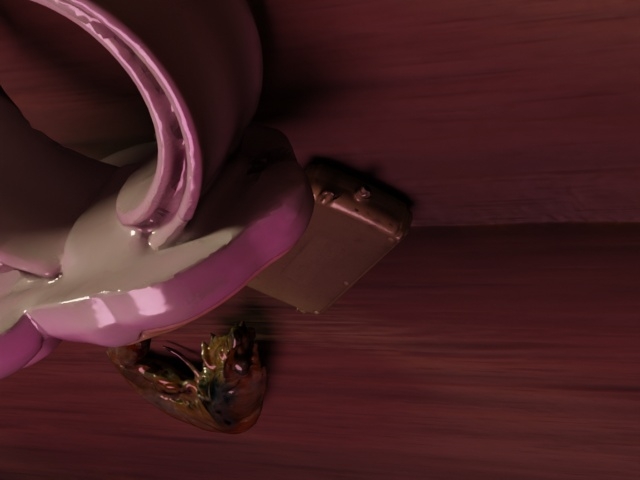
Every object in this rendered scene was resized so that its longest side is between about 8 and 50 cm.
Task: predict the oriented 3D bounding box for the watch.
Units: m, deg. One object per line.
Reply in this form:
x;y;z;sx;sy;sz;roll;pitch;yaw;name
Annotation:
-0.142;-0.063;0.636;0.248;0.211;0.217;-14;119;29;watch

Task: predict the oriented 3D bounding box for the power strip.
0.000;0.000;0.777;0.076;0.028;0.169;25;149;-11;power strip

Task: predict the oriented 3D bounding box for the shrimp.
-0.107;0.107;0.976;0.143;0.052;0.251;24;149;-4;shrimp
